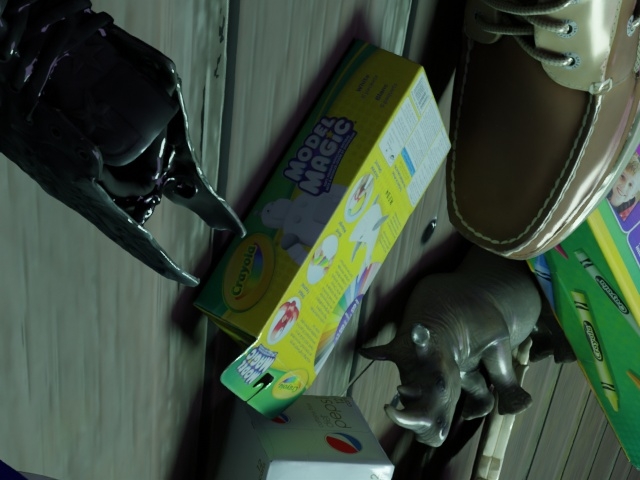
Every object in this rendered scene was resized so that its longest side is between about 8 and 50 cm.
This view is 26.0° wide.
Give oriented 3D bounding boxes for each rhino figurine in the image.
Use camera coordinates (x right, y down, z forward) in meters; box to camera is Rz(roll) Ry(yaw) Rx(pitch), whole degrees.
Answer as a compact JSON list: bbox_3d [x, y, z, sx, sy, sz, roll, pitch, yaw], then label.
[{"bbox_3d":[0.101,0.067,0.938,0.243,0.073,0.106,-30,97,-52],"label":"rhino figurine"}]

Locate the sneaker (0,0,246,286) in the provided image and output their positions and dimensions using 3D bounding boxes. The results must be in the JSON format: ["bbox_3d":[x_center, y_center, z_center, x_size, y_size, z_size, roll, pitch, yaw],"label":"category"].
[{"bbox_3d":[-0.076,-0.054,0.399,0.051,0.089,0.170,-52,157,-24],"label":"sneaker"}]

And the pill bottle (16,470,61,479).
[{"bbox_3d":[-0.138,0.215,0.512,0.136,0.136,0.245,-10,125,-63],"label":"pill bottle"}]

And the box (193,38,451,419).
[{"bbox_3d":[0.000,0.000,0.699,0.179,0.043,0.105,-60,159,-11],"label":"box"}]

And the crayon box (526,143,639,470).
[{"bbox_3d":[0.239,0.007,0.958,0.165,0.081,0.278,-40,112,-27],"label":"crayon box"}]

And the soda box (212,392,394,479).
[{"bbox_3d":[-0.030,0.193,0.774,0.074,0.069,0.216,6,114,-23],"label":"soda box"}]

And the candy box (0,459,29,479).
[{"bbox_3d":[-0.134,0.222,0.352,0.122,0.268,0.317,-10,124,-59],"label":"candy box"}]

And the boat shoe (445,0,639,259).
[{"bbox_3d":[0.122,-0.143,0.721,0.116,0.123,0.324,-12,120,-55],"label":"boat shoe"}]

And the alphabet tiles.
[{"bbox_3d":[0.134,0.194,1.134,0.278,0.021,0.284,-67,168,-51],"label":"alphabet tiles"}]
